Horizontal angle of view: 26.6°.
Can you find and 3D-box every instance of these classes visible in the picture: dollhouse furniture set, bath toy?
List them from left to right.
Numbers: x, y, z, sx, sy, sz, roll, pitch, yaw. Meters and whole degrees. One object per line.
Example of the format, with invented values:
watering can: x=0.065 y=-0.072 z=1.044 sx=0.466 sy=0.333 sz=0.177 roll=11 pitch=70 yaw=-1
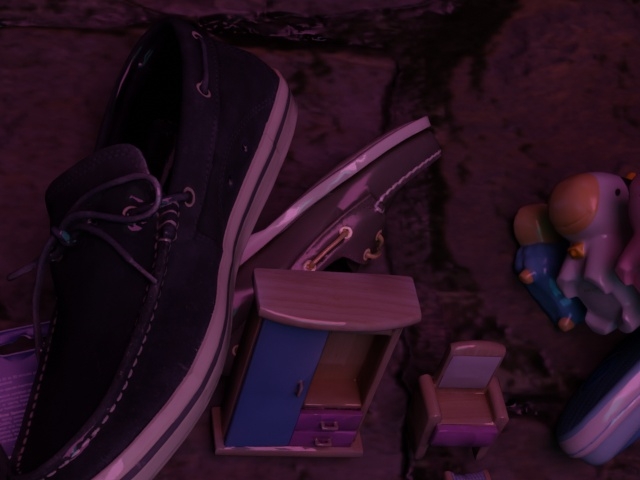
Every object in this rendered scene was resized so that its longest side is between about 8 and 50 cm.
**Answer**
dollhouse furniture set: x=0.055 y=0.205 z=1.084 sx=0.286 sy=0.198 sz=0.303 roll=3 pitch=46 yaw=-16
bath toy: x=0.308 y=-0.005 z=1.196 sx=0.129 sy=0.348 sz=0.151 roll=-42 pitch=104 yaw=-22

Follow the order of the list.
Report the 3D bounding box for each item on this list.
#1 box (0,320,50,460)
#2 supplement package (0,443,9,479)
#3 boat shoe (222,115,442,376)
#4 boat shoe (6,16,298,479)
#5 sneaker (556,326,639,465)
box: x=-0.233 y=0.184 z=1.154 sx=0.136 sy=0.036 sz=0.225 roll=-11 pitch=82 yaw=-18
supplement package: x=-0.328 y=0.234 z=1.032 sx=0.203 sy=0.149 sz=0.194 roll=-28 pitch=84 yaw=-7
boat shoe: x=-0.001 y=0.001 z=1.233 sx=0.305 sy=0.109 sz=0.091 roll=-38 pitch=90 yaw=-15
boat shoe: x=-0.154 y=0.010 z=1.083 sx=0.156 sy=0.187 sz=0.500 roll=42 pitch=45 yaw=-28
sneaker: x=0.389 y=0.155 z=1.299 sx=0.319 sy=0.127 sz=0.208 roll=-39 pitch=89 yaw=-20
